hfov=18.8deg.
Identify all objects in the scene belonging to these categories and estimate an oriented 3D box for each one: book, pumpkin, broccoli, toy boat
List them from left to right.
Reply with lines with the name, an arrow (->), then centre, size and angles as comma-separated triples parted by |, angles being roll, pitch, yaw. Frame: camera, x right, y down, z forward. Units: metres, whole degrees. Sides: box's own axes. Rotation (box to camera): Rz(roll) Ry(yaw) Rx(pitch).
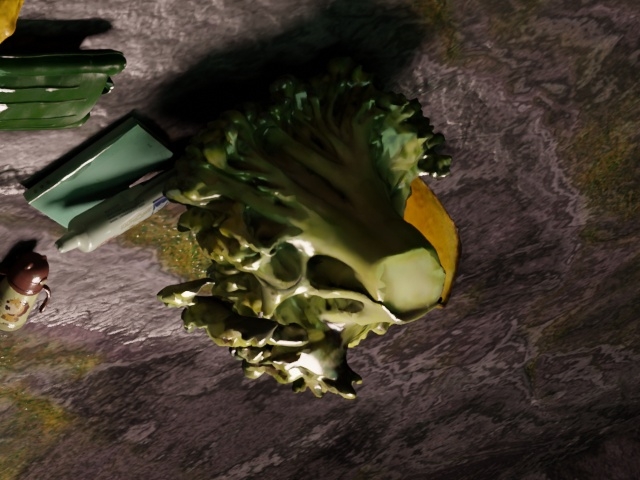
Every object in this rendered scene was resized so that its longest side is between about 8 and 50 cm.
toy boat -> -0.265, -0.132, 1.698 | 0.210, 0.052, 0.104 | -5, 150, -42
book -> -0.220, -0.067, 1.928 | 0.135, 0.017, 0.103 | -35, 158, 6
broccoli -> -0.013, -0.010, 1.975 | 0.324, 0.272, 0.334 | -6, 119, -7
pumpkin -> 0.005, -0.013, 2.219 | 0.312, 0.169, 0.148 | 7, 176, -43

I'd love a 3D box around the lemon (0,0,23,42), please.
lemon -> -0.291, -0.184, 1.473 | 0.155, 0.114, 0.114 | -27, 158, -19

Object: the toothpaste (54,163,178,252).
toothpaste -> -0.177, -0.043, 1.969 | 0.233, 0.038, 0.060 | -32, 170, -33

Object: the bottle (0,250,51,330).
bottle -> -0.316, 0.050, 2.023 | 0.063, 0.047, 0.101 | 1, 143, -34
